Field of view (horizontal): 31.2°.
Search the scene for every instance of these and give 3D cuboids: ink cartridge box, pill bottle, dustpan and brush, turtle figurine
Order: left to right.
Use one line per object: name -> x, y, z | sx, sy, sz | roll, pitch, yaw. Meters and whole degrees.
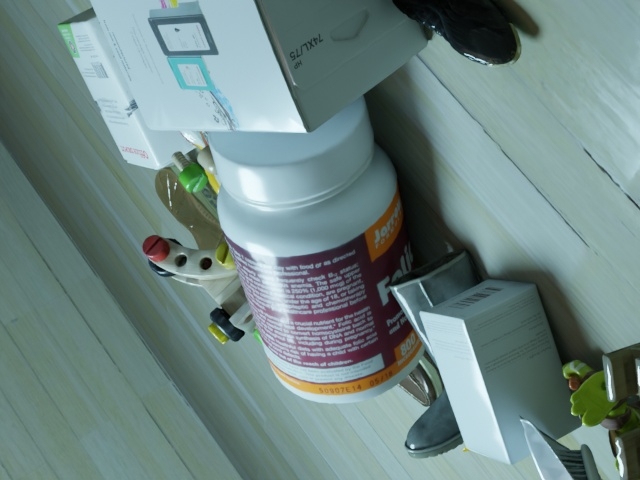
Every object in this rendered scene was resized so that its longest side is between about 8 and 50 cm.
ink cartridge box -> -0.322, -0.273, 1.974 | 0.198, 0.114, 0.273 | 18, 136, 62
ink cartridge box -> -0.069, -0.242, 1.190 | 0.270, 0.198, 0.197 | 7, 127, 46
pill bottle -> 0.000, 0.000, 1.441 | 0.224, 0.224, 0.392 | 39, 154, 44
dustpan and brush -> 0.287, 0.281, 1.184 | 0.147, 0.060, 0.211 | 36, -147, -47
turtle figurine -> 0.325, 0.216, 1.160 | 0.270, 0.087, 0.217 | 68, -171, 25

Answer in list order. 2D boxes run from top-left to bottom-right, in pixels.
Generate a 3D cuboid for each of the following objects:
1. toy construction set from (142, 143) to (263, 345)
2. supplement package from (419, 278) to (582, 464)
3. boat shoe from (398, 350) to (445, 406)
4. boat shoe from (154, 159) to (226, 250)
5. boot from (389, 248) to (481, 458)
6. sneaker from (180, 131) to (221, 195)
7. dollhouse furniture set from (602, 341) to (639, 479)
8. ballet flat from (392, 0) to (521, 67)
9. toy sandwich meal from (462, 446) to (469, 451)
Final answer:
toy construction set -> -0.099, 0.007, 1.642 | 0.237, 0.257, 0.309 | 52, 158, 27
supplement package -> 0.205, 0.147, 1.311 | 0.105, 0.105, 0.179 | 3, 114, 66
boat shoe -> 0.075, 0.164, 1.699 | 0.257, 0.095, 0.095 | 44, 157, 35
boat shoe -> -0.181, -0.029, 2.076 | 0.285, 0.089, 0.104 | 53, 135, 6
boot -> 0.142, 0.139, 1.393 | 0.209, 0.189, 0.076 | 58, 179, -19
sneaker -> -0.156, -0.175, 1.798 | 0.092, 0.088, 0.225 | -30, 92, 50
dollhouse furniture set -> 0.385, 0.193, 0.962 | 0.212, 0.161, 0.242 | 0, 100, 58
ballet flat -> 0.131, -0.213, 1.084 | 0.049, 0.057, 0.173 | 17, -159, -49
toy sandwich meal -> 0.205, 0.271, 1.645 | 0.085, 0.029, 0.086 | 48, 159, 26
